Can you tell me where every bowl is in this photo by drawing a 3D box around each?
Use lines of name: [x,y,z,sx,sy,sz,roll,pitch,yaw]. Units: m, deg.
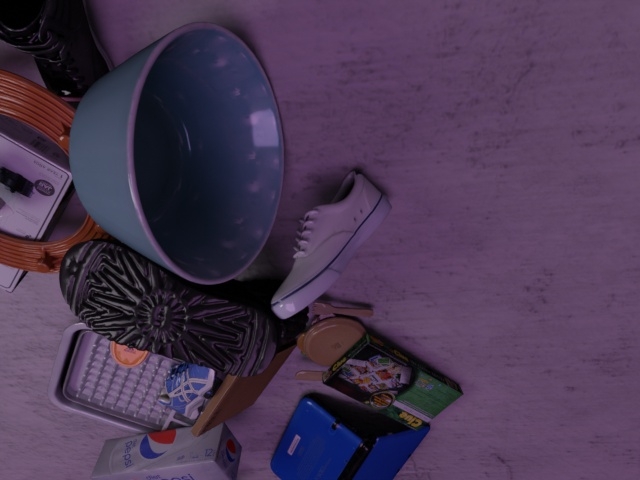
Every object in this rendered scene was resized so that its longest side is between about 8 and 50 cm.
bowl: [-0.190,-0.105,0.699,0.163,0.311,0.311,3,128,24]

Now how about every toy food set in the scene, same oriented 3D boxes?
toy food set: [0.023,0.186,1.030,0.132,0.038,0.192,7,122,-12]

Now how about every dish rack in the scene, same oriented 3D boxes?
dish rack: [-0.355,0.279,1.096,0.333,0.072,0.285,23,125,-12]

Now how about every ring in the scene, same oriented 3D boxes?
ring: [-0.433,-0.075,0.754,0.337,0.032,0.336,2,129,3]

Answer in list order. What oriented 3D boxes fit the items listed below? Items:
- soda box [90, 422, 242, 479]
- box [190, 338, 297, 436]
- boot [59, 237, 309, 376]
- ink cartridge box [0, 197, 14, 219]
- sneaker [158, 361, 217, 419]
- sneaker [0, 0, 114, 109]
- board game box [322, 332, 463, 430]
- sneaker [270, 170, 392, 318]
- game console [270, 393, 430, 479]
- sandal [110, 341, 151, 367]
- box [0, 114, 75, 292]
soda box: [-0.314,0.454,1.119,0.286,0.091,0.098,-13,125,15]
box: [-0.142,0.275,1.030,0.021,0.164,0.201,45,119,20]
boot: [-0.196,0.094,0.860,0.348,0.260,0.131,24,97,4]
ink cartridge box: [-0.465,-0.053,0.736,0.048,0.028,0.083,-19,125,19]
sneaker: [-0.231,0.247,0.973,0.081,0.080,0.211,21,124,-11]
sneaker: [-0.339,-0.234,0.682,0.105,0.147,0.295,1,127,1]
board game box: [0.144,0.283,1.067,0.260,0.030,0.136,33,111,-25]
sneaker: [0.000,0.000,0.790,0.091,0.258,0.094,47,148,-11]
game console: [0.059,0.467,1.231,0.250,0.173,0.293,35,126,17]
sandal: [-0.301,0.114,0.930,0.102,0.076,0.265,15,104,-10]
box: [-0.494,-0.067,0.847,0.169,0.087,0.290,31,121,-18]
